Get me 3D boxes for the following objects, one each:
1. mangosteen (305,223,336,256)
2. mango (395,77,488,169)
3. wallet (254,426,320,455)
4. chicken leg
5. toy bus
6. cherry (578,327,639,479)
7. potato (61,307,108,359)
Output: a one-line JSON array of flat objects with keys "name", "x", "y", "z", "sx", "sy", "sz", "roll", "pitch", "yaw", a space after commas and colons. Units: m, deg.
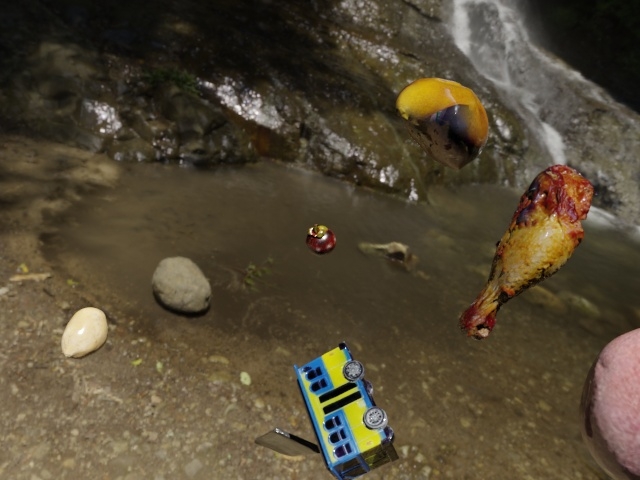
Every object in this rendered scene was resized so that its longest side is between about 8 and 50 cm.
[{"name": "mangosteen", "x": 0.000, "y": 0.002, "z": 1.331, "sx": 0.080, "sy": 0.081, "sz": 0.081, "roll": 17, "pitch": 25, "yaw": -8}, {"name": "mango", "x": 0.273, "y": -0.248, "z": 1.112, "sx": 0.152, "sy": 0.201, "sz": 0.287, "roll": -14, "pitch": 1, "yaw": 26}, {"name": "wallet", "x": -0.101, "y": 0.595, "z": 1.516, "sx": 0.146, "sy": 0.285, "sz": 0.030, "roll": 24, "pitch": 60, "yaw": -7}, {"name": "chicken leg", "x": 0.306, "y": 0.003, "z": 0.779, "sx": 0.083, "sy": 0.177, "sz": 0.322, "roll": 36, "pitch": 55, "yaw": -2}, {"name": "toy bus", "x": 0.058, "y": 0.411, "z": 1.258, "sx": 0.175, "sy": 0.138, "sz": 0.288, "roll": -26, "pitch": 46, "yaw": -1}, {"name": "cherry", "x": 0.503, "y": 0.242, "z": 0.765, "sx": 0.239, "sy": 0.239, "sz": 0.206, "roll": 32, "pitch": -7, "yaw": 24}, {"name": "potato", "x": -0.629, "y": 0.251, "z": 1.390, "sx": 0.112, "sy": 0.112, "sz": 0.147, "roll": 16, "pitch": 60, "yaw": -10}]
